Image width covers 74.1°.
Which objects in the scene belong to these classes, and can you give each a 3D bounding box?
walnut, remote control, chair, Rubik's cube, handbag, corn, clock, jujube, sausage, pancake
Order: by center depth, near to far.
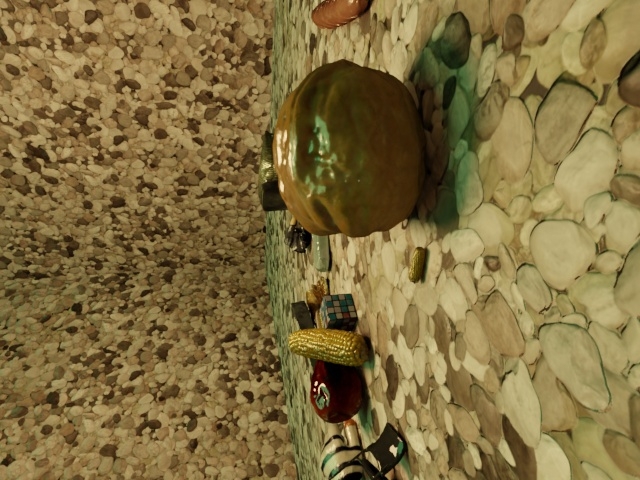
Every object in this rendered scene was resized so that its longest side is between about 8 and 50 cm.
[{"bbox_3d":[0.053,-0.179,0.840,0.306,0.306,0.344,-164,70,-76],"label":"walnut"},{"bbox_3d":[0.193,0.052,0.851,0.028,0.027,0.083,-74,-11,-62],"label":"corn"},{"bbox_3d":[0.147,0.582,1.028,0.145,0.221,0.140,45,170,-9],"label":"chair"},{"bbox_3d":[0.049,-0.653,1.197,0.433,0.088,0.088,-123,33,-66],"label":"sausage"},{"bbox_3d":[0.023,0.312,1.270,0.310,0.101,0.101,-2,91,44],"label":"corn"},{"bbox_3d":[0.042,0.435,1.304,0.236,0.168,0.168,-100,14,-46],"label":"jujube"},{"bbox_3d":[0.055,0.231,1.341,0.092,0.092,0.092,103,160,-49],"label":"Rubik's cube"},{"bbox_3d":[0.000,0.000,1.623,0.104,0.052,0.247,128,140,-68],"label":"remote control"},{"bbox_3d":[-0.127,-0.274,1.666,0.341,0.247,0.240,106,159,-71],"label":"handbag"},{"bbox_3d":[-0.044,0.389,1.702,0.312,0.061,0.312,161,90,-83],"label":"clock"},{"bbox_3d":[-0.013,0.227,1.702,0.266,0.057,0.244,-114,23,-49],"label":"pancake"}]

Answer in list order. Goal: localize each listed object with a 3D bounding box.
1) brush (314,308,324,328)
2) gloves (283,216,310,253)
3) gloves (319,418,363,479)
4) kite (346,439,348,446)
[{"bbox_3d":[0.043,0.381,1.504,0.067,0.072,0.313,127,139,-50],"label":"brush"},{"bbox_3d":[-0.084,-0.045,1.920,0.181,0.106,0.129,-61,21,9],"label":"gloves"},{"bbox_3d":[0.055,0.662,1.346,0.219,0.131,0.140,-121,39,-49],"label":"gloves"},{"bbox_3d":[0.110,0.732,1.406,0.190,0.010,0.159,100,160,-45],"label":"kite"}]
